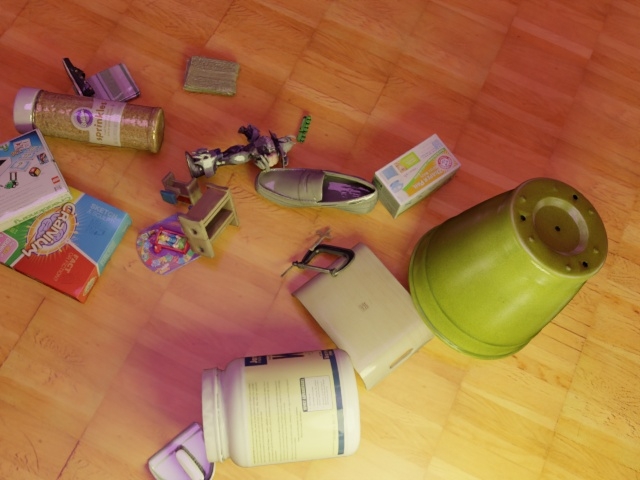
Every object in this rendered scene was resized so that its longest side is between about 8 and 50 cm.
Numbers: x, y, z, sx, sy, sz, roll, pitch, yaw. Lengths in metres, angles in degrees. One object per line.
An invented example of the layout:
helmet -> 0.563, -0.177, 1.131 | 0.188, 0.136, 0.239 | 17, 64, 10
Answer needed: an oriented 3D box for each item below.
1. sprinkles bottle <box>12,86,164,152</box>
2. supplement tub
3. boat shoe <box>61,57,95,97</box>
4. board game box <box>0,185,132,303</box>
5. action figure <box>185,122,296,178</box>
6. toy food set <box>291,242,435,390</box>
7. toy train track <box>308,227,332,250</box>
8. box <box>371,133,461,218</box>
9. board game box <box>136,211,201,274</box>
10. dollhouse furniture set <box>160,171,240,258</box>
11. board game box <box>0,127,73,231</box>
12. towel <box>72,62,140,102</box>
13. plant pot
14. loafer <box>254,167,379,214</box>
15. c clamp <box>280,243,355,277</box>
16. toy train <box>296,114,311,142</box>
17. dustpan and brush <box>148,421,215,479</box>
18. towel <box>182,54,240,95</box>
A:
sprinkles bottle -> -0.583, -0.306, 1.726 | 0.355, 0.121, 0.121 | 8, 71, -4
supplement tub -> -0.088, 0.367, 1.485 | 0.324, 0.235, 0.236 | -4, 72, -6
boat shoe -> -0.641, -0.431, 1.790 | 0.042, 0.049, 0.133 | -30, 77, -16
board game box -> -0.663, -0.022, 1.660 | 0.316, 0.064, 0.242 | 24, 72, 4
action figure -> -0.196, -0.223, 1.721 | 0.284, 0.185, 0.099 | -16, 118, -8
toy food set -> 0.102, 0.177, 1.651 | 0.219, 0.092, 0.306 | -36, 69, -14
toy train track -> 0.000, 0.000, 1.724 | 0.048, 0.014, 0.083 | 21, 52, 32
box -> 0.245, -0.166, 1.756 | 0.203, 0.103, 0.114 | -34, 77, -14
board game box -> -0.375, 0.003, 1.690 | 0.168, 0.033, 0.133 | -28, 76, -12
dollhouse furniture set -> -0.318, -0.063, 1.668 | 0.183, 0.129, 0.129 | 16, 51, 24
board game box -> -0.776, -0.122, 1.621 | 0.305, 0.053, 0.193 | -27, 76, -12
towel -> -0.573, -0.403, 1.819 | 0.152, 0.023, 0.113 | -29, 74, -10
plant pot -> 0.437, 0.041, 1.527 | 0.366, 0.353, 0.367 | 8, 62, -16
loafer -> -0.009, -0.138, 1.723 | 0.319, 0.111, 0.112 | 6, 71, -2
c clamp -> 0.002, 0.058, 1.669 | 0.160, 0.022, 0.137 | 5, 41, 32
toy train -> -0.045, -0.301, 1.825 | 0.023, 0.017, 0.083 | 12, 71, 11
dustpan and brush -> -0.272, 0.527, 1.510 | 0.147, 0.060, 0.211 | -39, 78, -15
towel -> -0.298, -0.449, 1.849 | 0.148, 0.027, 0.110 | 6, 70, -1
